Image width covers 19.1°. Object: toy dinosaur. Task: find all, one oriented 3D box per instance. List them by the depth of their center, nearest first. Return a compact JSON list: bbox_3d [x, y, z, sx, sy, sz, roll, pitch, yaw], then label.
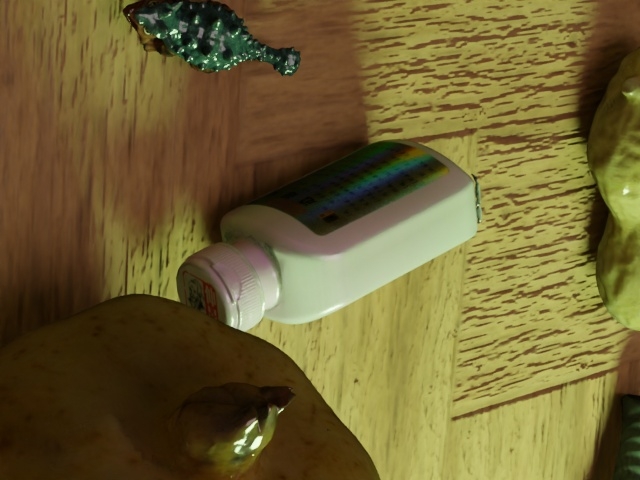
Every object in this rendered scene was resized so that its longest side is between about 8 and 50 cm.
[{"bbox_3d":[-0.072,-0.136,1.266,0.154,0.055,0.049,12,93,-43],"label":"toy dinosaur"}]

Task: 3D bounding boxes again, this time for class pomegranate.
[{"bbox_3d":[-0.107,0.184,1.160,0.342,0.342,0.342,-18,117,-39],"label":"pomegranate"}]

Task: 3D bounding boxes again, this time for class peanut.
[{"bbox_3d":[0.282,-0.043,1.612,0.117,0.101,0.263,-13,119,-13],"label":"peanut"}]

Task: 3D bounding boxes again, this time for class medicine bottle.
[{"bbox_3d":[0.000,0.000,1.341,0.219,0.115,0.078,-27,124,-34],"label":"medicine bottle"}]

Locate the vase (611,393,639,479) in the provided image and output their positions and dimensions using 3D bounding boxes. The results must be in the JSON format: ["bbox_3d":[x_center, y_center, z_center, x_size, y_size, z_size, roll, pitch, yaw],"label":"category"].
[{"bbox_3d":[0.285,0.263,1.732,0.115,0.115,0.237,13,91,-46],"label":"vase"}]
